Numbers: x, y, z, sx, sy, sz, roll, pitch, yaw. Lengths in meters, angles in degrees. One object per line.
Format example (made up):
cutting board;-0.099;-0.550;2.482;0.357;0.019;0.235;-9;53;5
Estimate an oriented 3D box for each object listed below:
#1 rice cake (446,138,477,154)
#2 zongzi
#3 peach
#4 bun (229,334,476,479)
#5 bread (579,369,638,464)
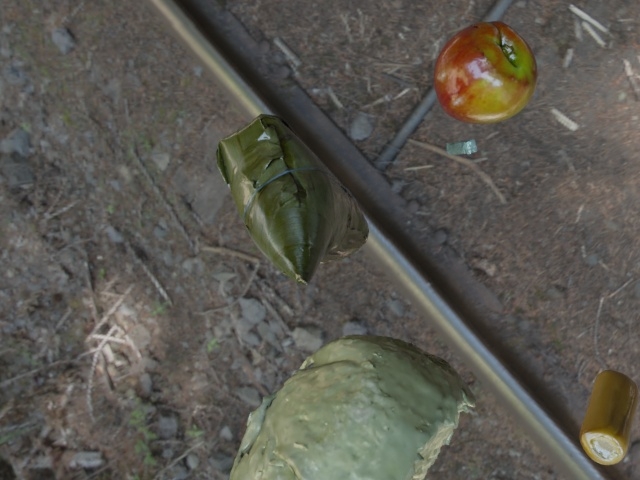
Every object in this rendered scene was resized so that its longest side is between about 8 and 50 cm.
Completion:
rice cake;0.234;-0.154;1.149;0.022;0.121;0.022;-15;97;-4
zongzi;0.000;0.000;1.121;0.160;0.323;0.360;-40;45;13
peach;0.290;-0.294;1.250;0.198;0.197;0.197;9;106;34
bun;0.015;0.185;0.606;0.152;0.259;0.259;34;119;22
bread;0.584;0.348;1.383;0.092;0.239;0.074;46;128;3
